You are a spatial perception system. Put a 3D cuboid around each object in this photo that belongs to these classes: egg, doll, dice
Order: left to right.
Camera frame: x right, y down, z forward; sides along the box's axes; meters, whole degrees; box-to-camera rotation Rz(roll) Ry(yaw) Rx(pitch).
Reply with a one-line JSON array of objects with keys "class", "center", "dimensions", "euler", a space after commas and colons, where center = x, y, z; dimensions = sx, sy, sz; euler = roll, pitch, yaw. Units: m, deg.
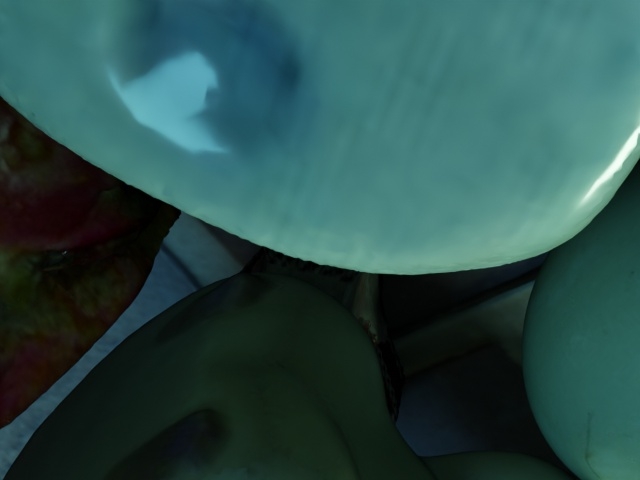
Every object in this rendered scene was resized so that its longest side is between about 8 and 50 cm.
[{"class": "doll", "center": [0.015, 0.172, 0.763], "dimensions": [0.370, 0.215, 0.226], "euler": [31, 108, -15]}, {"class": "dice", "center": [0.024, -0.170, 0.566], "dimensions": [0.265, 0.268, 0.262], "euler": [25, 133, 3]}, {"class": "egg", "center": [0.170, 0.036, 0.749], "dimensions": [0.149, 0.149, 0.192], "euler": [32, 127, -3]}]

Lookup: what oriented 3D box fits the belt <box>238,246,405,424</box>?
[{"class": "belt", "center": [0.000, 0.000, 0.836], "dimensions": [0.126, 0.094, 0.359], "euler": [17, 134, 5]}]

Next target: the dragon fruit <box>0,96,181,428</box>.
[{"class": "dragon fruit", "center": [-0.265, -0.011, 0.788], "dimensions": [0.249, 0.371, 0.386], "euler": [61, 166, -21]}]
